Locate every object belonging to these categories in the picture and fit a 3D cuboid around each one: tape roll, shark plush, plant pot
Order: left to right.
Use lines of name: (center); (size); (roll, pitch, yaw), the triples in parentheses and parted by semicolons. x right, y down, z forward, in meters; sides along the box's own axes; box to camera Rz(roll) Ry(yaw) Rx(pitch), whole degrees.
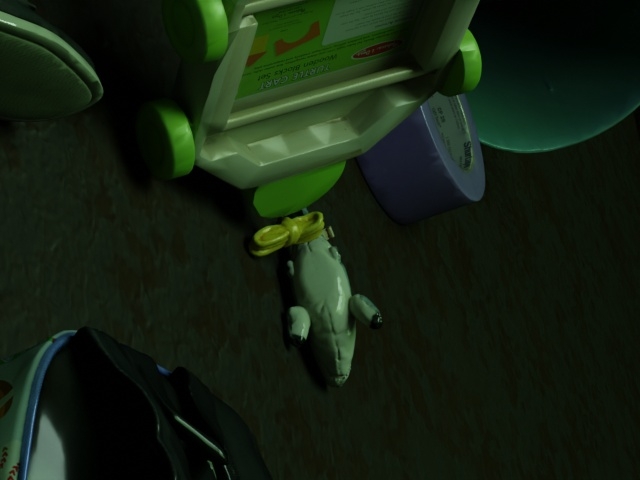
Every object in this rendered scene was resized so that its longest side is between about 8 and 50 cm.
shark plush: (-0.011, 0.035, 1.382); (0.067, 0.073, 0.161); (87, -23, -66)
tape roll: (0.090, -0.116, 1.716); (0.189, 0.080, 0.189); (55, 24, -39)
plant pot: (0.231, -0.285, 1.979); (0.293, 0.293, 0.235); (53, 9, -42)

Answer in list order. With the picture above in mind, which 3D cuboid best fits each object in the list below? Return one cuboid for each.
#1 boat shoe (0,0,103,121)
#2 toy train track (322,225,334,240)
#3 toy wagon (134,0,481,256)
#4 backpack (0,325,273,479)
boat shoe: (-0.194, -0.129, 0.943); (0.233, 0.084, 0.079); (33, 43, -56)
toy train track: (0.000, 0.000, 1.459); (0.048, 0.014, 0.083); (69, 19, -6)
toy wagon: (-0.003, -0.118, 1.224); (0.068, 0.267, 0.344); (57, -32, 26)
backpack: (-0.108, 0.178, 0.706); (0.276, 0.213, 0.263); (52, 34, -57)
